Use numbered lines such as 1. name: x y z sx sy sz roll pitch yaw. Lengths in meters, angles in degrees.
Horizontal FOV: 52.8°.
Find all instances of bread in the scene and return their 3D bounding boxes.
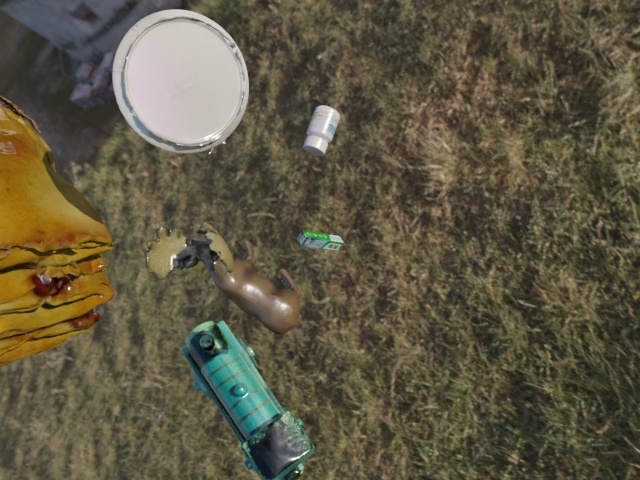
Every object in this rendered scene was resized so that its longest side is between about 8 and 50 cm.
1. bread: -0.368 -0.035 0.684 0.167 0.277 0.324 -33 83 23

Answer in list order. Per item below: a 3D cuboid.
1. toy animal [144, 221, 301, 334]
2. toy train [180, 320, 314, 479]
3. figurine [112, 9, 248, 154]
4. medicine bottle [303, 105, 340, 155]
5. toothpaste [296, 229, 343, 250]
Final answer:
1. toy animal: -0.111 0.043 0.842 0.093 0.214 0.186 -52 1 11
2. toy train: -0.123 0.264 1.066 0.120 0.194 0.298 -34 72 -15
3. figurine: -0.156 -0.150 0.642 0.154 0.132 0.132 15 78 58
4. medicine bottle: 0.001 -0.213 1.252 0.052 0.052 0.089 7 73 47
5. toothpaste: 0.000 0.000 0.981 0.020 0.083 0.017 -51 53 25
